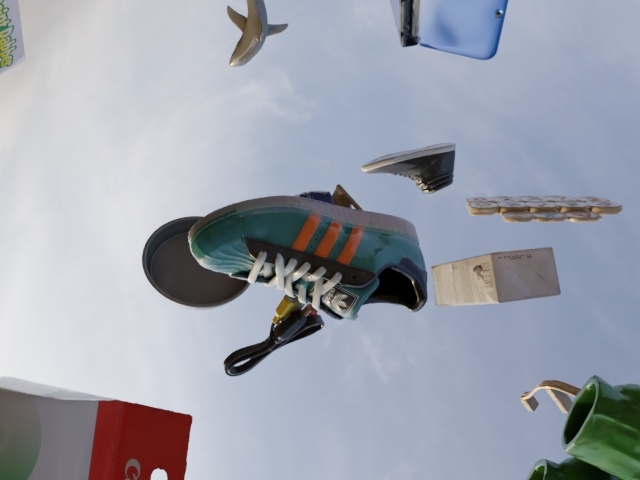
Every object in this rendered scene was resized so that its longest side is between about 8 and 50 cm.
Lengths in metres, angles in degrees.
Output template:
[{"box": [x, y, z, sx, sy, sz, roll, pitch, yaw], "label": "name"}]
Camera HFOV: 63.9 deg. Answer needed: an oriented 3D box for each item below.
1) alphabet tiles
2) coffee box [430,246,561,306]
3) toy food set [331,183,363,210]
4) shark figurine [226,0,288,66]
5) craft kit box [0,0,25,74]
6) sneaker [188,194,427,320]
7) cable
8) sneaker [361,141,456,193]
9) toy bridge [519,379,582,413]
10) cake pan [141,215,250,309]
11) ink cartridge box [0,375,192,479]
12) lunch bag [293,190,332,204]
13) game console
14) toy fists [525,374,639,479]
[{"box": [0.452, -0.074, 1.066, 0.284, 0.278, 0.021, 1, -76, 12], "label": "alphabet tiles"}, {"box": [0.423, 0.099, 1.286, 0.297, 0.168, 0.119, 148, -64, -73], "label": "coffee box"}, {"box": [0.000, 0.000, 1.482, 0.306, 0.092, 0.220, -36, -111, -12], "label": "toy food set"}, {"box": [-0.161, -0.517, 1.170, 0.166, 0.278, 0.116, -12, -127, 0], "label": "shark figurine"}, {"box": [-0.403, -0.185, 0.473, 0.246, 0.061, 0.250, -49, -167, -25], "label": "craft kit box"}, {"box": [0.001, 0.029, 0.606, 0.108, 0.302, 0.121, 119, -35, -46], "label": "sneaker"}, {"box": [-0.105, 0.221, 1.215, 0.287, 0.139, 0.072, -41, -132, 17], "label": "cable"}, {"box": [0.281, -0.205, 1.600, 0.295, 0.147, 0.104, -10, -163, 8], "label": "sneaker"}, {"box": [0.444, 0.290, 0.953, 0.026, 0.063, 0.188, -37, -178, -27], "label": "toy bridge"}, {"box": [-0.319, 0.063, 1.360, 0.054, 0.293, 0.293, 115, -27, -48], "label": "cake pan"}, {"box": [-0.237, 0.233, 0.468, 0.224, 0.056, 0.181, 5, -94, 20], "label": "ink cartridge box"}, {"box": [-0.015, -0.037, 0.890, 0.067, 0.065, 0.098, -167, -110, -75], "label": "lunch bag"}, {"box": [0.221, -0.504, 0.920, 0.173, 0.293, 0.250, -7, -120, 3], "label": "game console"}, {"box": [0.366, 0.292, 0.647, 0.142, 0.096, 0.279, 22, -62, 14], "label": "toy fists"}]
